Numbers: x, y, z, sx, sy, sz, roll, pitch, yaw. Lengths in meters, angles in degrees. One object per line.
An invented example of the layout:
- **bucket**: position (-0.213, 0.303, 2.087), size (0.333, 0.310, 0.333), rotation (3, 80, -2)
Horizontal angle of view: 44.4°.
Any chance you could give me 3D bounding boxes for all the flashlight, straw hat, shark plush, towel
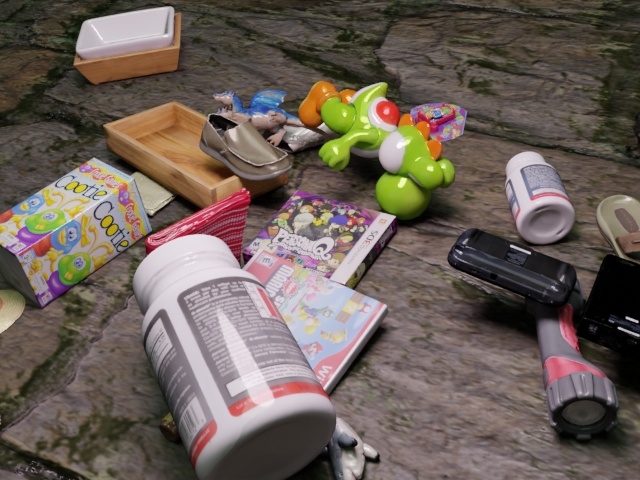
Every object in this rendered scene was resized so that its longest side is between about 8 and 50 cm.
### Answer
- **flashlight**: position (0.391, 0.161, 1.224), size (0.103, 0.103, 0.304), rotation (-34, 24, 30)
- **straw hat**: position (-0.639, 0.120, 1.479), size (0.145, 0.061, 0.144), rotation (-5, 40, 4)
- **shark plush**: position (0.012, 0.296, 1.164), size (0.067, 0.073, 0.161), rotation (-50, 54, -1)
- **towel**: position (-0.387, -0.106, 1.728), size (0.148, 0.027, 0.110), rotation (19, 46, 29)
- **towel**: position (-0.212, 0.030, 1.362), size (0.199, 0.275, 0.031), rotation (-29, 68, -24)

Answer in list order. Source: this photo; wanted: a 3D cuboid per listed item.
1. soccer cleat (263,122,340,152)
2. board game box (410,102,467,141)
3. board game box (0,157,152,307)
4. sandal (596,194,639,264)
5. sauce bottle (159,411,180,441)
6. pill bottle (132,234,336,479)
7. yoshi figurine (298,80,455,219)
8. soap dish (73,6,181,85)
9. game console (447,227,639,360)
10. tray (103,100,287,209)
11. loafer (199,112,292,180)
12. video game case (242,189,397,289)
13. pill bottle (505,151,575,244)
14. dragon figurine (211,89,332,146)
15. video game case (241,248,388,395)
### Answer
- **soccer cleat**: position (-0.037, -0.234, 1.793), size (0.196, 0.068, 0.076), rotation (-2, 50, 15)
- **board game box**: position (0.269, -0.289, 1.822), size (0.133, 0.033, 0.168), rotation (4, 42, 15)
- **board game box**: position (-0.500, -0.022, 1.558), size (0.144, 0.142, 0.275), rotation (25, 51, 34)
- **sandal**: position (0.579, 0.002, 1.380), size (0.120, 0.086, 0.302), rotation (-15, 40, -7)
- **sauce bottle**: position (-0.201, 0.262, 1.248), size (0.042, 0.042, 0.128), rotation (21, 47, 31)
- **pill bottle**: position (-0.143, 0.171, 1.172), size (0.210, 0.210, 0.363), rotation (-22, 52, -15)
- **yoshi figurine**: position (0.110, -0.168, 1.589), size (0.204, 0.203, 0.362), rotation (-38, 52, -13)
- **soap dish**: position (-0.531, -0.548, 2.207), size (0.291, 0.118, 0.229), rotation (-9, 40, -2)
- **game console**: position (0.386, 0.064, 1.249), size (0.361, 0.044, 0.213), rotation (23, 35, 19)
- **tray**: position (-0.287, -0.193, 1.760), size (0.203, 0.076, 0.411), rotation (-28, 42, -35)
- **loafer**: position (-0.163, -0.196, 1.619), size (0.251, 0.087, 0.094), rotation (26, 41, 33)
- **video game case**: position (0.000, 0.000, 1.521), size (0.232, 0.041, 0.210), rotation (17, 46, 27)
- **pill bottle**: position (0.413, -0.088, 1.500), size (0.108, 0.108, 0.180), rotation (-5, 40, 4)
- **dragon figurine**: position (-0.116, -0.281, 1.745), size (0.289, 0.085, 0.144), rotation (0, 37, 6)
- **video game case**: position (-0.055, 0.137, 1.353), size (0.285, 0.025, 0.204), rotation (23, 59, 30)
